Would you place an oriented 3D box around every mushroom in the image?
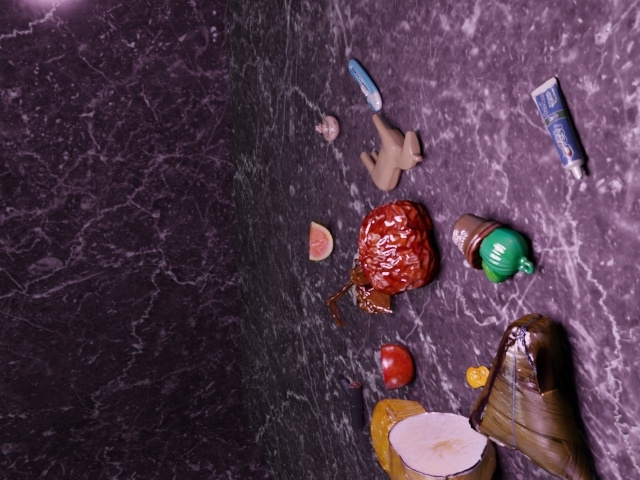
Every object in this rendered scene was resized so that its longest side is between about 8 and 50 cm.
[{"bbox_3d":[0.020,-0.367,2.132,0.085,0.079,0.085,170,90,-66],"label":"mushroom"}]

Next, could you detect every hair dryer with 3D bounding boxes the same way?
[{"bbox_3d":[0.106,0.575,2.396,0.195,0.050,0.173,-144,49,-68],"label":"hair dryer"}]

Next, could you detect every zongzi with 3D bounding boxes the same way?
[{"bbox_3d":[0.455,0.325,1.256,0.300,0.138,0.286,40,130,40],"label":"zongzi"}]

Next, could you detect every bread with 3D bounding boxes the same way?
[{"bbox_3d":[0.233,0.580,1.913,0.240,0.139,0.239,170,90,-70],"label":"bread"}]

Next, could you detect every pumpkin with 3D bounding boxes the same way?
[{"bbox_3d":[0.386,0.324,1.550,0.083,0.028,0.050,-26,73,60],"label":"pumpkin"}]

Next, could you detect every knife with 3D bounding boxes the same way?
[{"bbox_3d":[0.125,-0.453,1.880,0.064,0.031,0.222,98,154,-48],"label":"knife"}]

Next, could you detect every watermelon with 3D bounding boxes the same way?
[{"bbox_3d":[0.008,-0.006,2.356,0.069,0.087,0.163,-74,-10,-59],"label":"watermelon"}]

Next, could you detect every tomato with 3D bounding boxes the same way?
[{"bbox_3d":[0.230,0.366,1.905,0.159,0.091,0.138,55,-152,-72],"label":"tomato"}]

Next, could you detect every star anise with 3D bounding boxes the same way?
[{"bbox_3d":[0.127,0.161,2.000,0.346,0.148,0.237,-58,42,47],"label":"star anise"}]

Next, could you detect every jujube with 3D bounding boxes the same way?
[{"bbox_3d":[0.198,0.021,1.681,0.213,0.213,0.232,147,110,-68],"label":"jujube"}]

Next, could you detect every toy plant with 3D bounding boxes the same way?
[{"bbox_3d":[0.366,0.025,1.369,0.200,0.105,0.142,46,150,38],"label":"toy plant"}]

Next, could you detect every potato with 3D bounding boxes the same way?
[{"bbox_3d":[0.307,0.567,1.594,0.300,0.247,0.196,-156,48,-73],"label":"potato"}]

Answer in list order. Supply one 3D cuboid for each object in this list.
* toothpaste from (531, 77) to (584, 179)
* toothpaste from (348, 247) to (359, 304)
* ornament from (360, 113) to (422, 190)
[{"bbox_3d":[0.435,-0.199,1.175,0.057,0.035,0.197,-37,63,50],"label":"toothpaste"},{"bbox_3d":[0.120,0.116,2.156,0.255,0.037,0.067,97,154,-46],"label":"toothpaste"},{"bbox_3d":[0.195,-0.233,1.754,0.230,0.061,0.244,104,150,-44],"label":"ornament"}]
